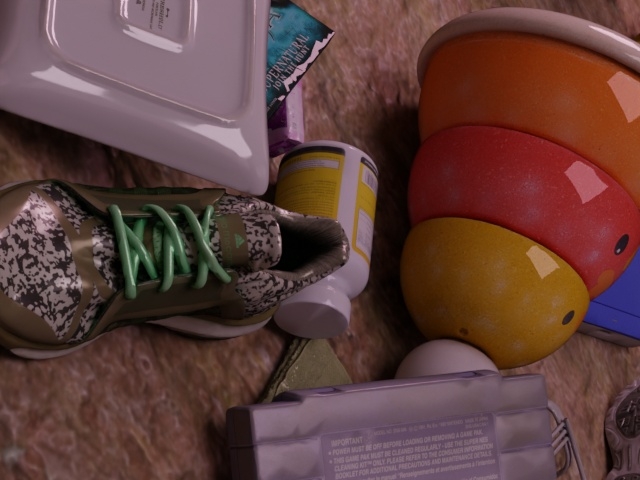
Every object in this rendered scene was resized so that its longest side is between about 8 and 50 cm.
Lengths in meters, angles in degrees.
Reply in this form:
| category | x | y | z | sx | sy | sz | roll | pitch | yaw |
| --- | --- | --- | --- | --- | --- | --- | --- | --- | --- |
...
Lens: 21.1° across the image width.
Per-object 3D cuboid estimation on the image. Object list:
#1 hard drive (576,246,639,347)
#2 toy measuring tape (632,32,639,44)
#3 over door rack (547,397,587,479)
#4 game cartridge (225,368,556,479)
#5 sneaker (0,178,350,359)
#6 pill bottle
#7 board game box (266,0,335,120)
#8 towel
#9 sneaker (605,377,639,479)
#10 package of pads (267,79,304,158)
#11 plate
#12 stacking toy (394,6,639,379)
| category | x | y | z | sx | sy | sz | roll | pitch | yaw |
| --- | --- | --- | --- | --- | --- | --- | --- | --- | --- |
| hard drive | 0.356 | -0.034 | 2.241 | 0.210 | 0.040 | 0.318 | 18 | 65 | -49 |
| toy measuring tape | 0.499 | -0.264 | 2.500 | 0.121 | 0.121 | 0.330 | 62 | 36 | -13 |
| over door rack | 0.240 | 0.365 | 1.855 | 0.239 | 0.108 | 0.324 | -36 | 102 | -52 |
| game cartridge | 0.078 | 0.246 | 1.632 | 0.355 | 0.068 | 0.230 | -2 | 80 | -34 |
| sneaker | -0.126 | 0.003 | 1.461 | 0.410 | 0.182 | 0.158 | -4 | 78 | -54 |
| pill bottle | 0.000 | 0.000 | 1.703 | 0.103 | 0.103 | 0.184 | 38 | 47 | -39 |
| board game box | -0.073 | -0.193 | 1.713 | 0.126 | 0.026 | 0.186 | 35 | 41 | -2 |
| towel | -0.010 | 0.160 | 1.682 | 0.110 | 0.027 | 0.148 | 56 | 36 | -22 |
| sneaker | 0.415 | 0.280 | 2.172 | 0.115 | 0.090 | 0.232 | 46 | 50 | -41 |
| package of pads | -0.043 | -0.129 | 1.750 | 0.032 | 0.050 | 0.083 | 22 | 57 | -48 |
| plate | -0.157 | -0.198 | 1.534 | 0.278 | 0.045 | 0.277 | 19 | 52 | -25 |
| stacking toy | 0.199 | 0.022 | 1.868 | 0.350 | 0.351 | 0.479 | 41 | 63 | -36 |
